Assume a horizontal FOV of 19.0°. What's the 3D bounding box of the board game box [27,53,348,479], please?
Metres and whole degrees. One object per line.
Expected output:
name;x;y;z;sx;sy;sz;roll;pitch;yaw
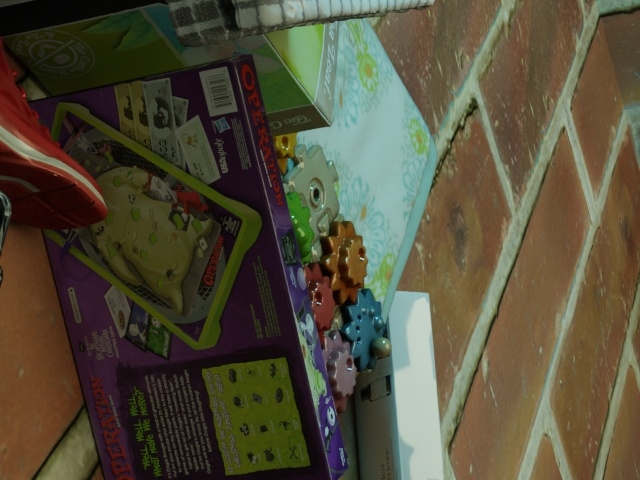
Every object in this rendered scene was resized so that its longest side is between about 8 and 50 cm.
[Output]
board game box;-0.113;0.038;1.536;0.056;0.208;0.346;-34;113;-68

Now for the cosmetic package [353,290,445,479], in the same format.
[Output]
cosmetic package;0.083;0.184;2.126;0.060;0.099;0.239;3;72;-25

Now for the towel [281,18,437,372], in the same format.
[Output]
towel;0.010;-0.077;2.026;0.320;0.090;0.374;60;36;-44

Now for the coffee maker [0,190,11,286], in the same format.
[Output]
coffee maker;-0.287;0.026;1.209;0.178;0.120;0.171;10;72;-68

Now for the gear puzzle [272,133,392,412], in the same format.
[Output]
gear puzzle;0.000;0.000;1.852;0.175;0.044;0.339;-51;131;-49

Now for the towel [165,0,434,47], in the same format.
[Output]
towel;-0.036;-0.267;1.403;0.284;0.121;0.235;-23;101;-64

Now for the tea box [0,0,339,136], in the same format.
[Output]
tea box;-0.135;-0.292;1.611;0.323;0.220;0.329;51;36;-50

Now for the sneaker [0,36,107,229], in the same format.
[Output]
sneaker;-0.232;-0.100;1.451;0.221;0.087;0.128;43;42;-55
